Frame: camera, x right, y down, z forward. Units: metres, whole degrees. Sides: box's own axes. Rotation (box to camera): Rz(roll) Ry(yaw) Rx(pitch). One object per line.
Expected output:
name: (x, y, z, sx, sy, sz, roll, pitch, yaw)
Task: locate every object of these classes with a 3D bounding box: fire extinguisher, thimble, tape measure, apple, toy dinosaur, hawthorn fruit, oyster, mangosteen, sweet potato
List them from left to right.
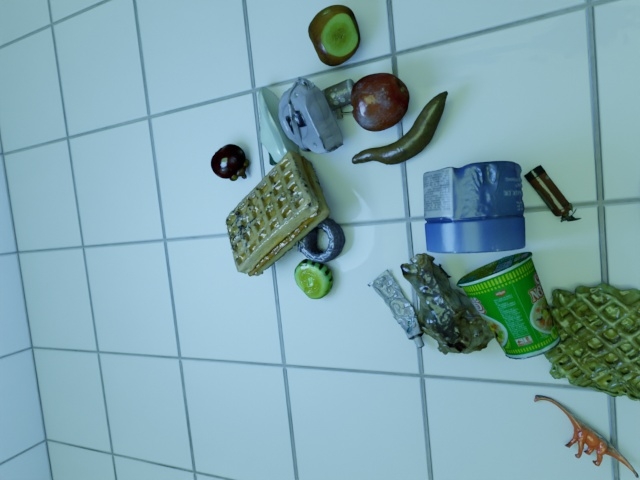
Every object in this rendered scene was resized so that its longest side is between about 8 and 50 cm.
mangosteen: (-0.313, -0.268, 1.475, 0.140, 0.140, 0.139, 3, 97, 24)
tape measure: (-0.046, -0.381, 1.309, 0.197, 0.120, 0.236, 0, 120, 56)
thimble: (0.001, -0.002, 1.367, 0.150, 0.098, 0.149, 3, 97, 23)
apple: (0.044, -0.612, 1.242, 0.147, 0.163, 0.146, -24, 128, 14)
hawthorn fruit: (0.171, -0.400, 1.209, 0.173, 0.173, 0.172, 3, 97, 24)
sweet potato: (0.247, -0.291, 1.236, 0.346, 0.079, 0.108, -31, 76, 31)
oyster: (0.361, 0.183, 1.208, 0.198, 0.133, 0.336, -26, 89, 17)
fire extinguisher: (0.614, -0.117, 1.102, 0.062, 0.050, 0.177, -32, 82, -15)
toy dinosaur: (0.707, 0.532, 1.133, 0.280, 0.055, 0.101, 29, 98, 20)

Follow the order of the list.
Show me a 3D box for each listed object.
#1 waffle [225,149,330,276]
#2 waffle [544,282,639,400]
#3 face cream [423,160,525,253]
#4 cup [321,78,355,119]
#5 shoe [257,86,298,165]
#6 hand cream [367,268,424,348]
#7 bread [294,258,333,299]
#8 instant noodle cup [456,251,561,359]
waffle: (-0.151, -0.076, 1.365, 0.376, 0.114, 0.260, -41, 51, 25)
waffle: (0.737, 0.258, 1.071, 0.318, 0.073, 0.296, 4, 96, 28)
face cream: (0.396, -0.086, 1.094, 0.249, 0.249, 0.224, -3, 94, 25)
cup: (0.066, -0.439, 1.299, 0.099, 0.074, 0.102, -16, 89, 25)
shoe: (-0.172, -0.377, 1.407, 0.110, 0.095, 0.264, -27, 81, 34)
hand cream: (0.250, 0.218, 1.307, 0.084, 0.050, 0.256, -39, 74, 21)
bread: (-0.022, 0.126, 1.404, 0.139, 0.071, 0.129, 31, 117, 7)
instant noodle cup: (0.505, 0.175, 1.104, 0.207, 0.207, 0.232, -27, 87, 25)
